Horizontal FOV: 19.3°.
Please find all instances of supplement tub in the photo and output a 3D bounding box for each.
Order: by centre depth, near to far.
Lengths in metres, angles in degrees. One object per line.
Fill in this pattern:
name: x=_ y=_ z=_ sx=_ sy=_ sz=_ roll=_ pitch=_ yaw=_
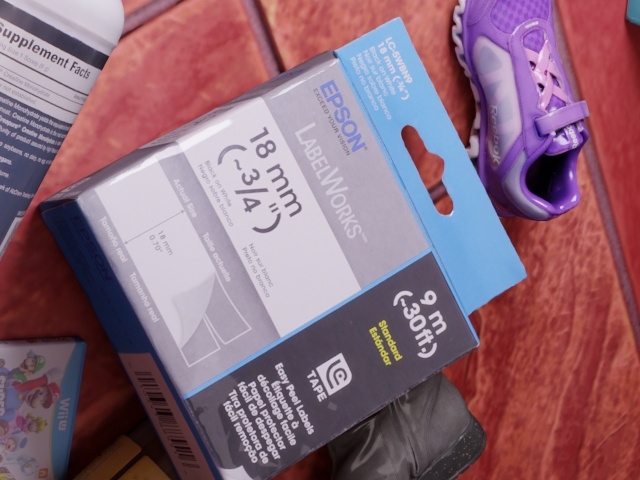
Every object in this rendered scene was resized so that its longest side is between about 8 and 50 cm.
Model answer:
supplement tub: x=-0.240 y=-0.108 z=1.158 sx=0.191 sy=0.191 sz=0.272 roll=27 pitch=92 yaw=-40

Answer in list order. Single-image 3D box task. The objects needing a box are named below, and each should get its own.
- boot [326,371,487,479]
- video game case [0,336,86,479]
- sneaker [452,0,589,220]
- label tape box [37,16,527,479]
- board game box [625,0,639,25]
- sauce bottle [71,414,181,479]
boot: x=0.019 y=0.174 z=1.556 sx=0.246 sy=0.083 sz=0.161 roll=-44 pitch=122 yaw=-20
video game case: x=-0.254 y=0.130 z=1.367 sx=0.166 sy=0.015 sz=0.119 roll=-2 pitch=110 yaw=-36
sneaker: x=0.170 y=-0.116 z=1.512 sx=0.095 sy=0.104 sz=0.236 roll=-18 pitch=118 yaw=-28
label tape box: x=0.000 y=0.000 z=1.379 sx=0.333 sy=0.106 sz=0.241 roll=-30 pitch=99 yaw=-22
board game box: x=0.394 y=-0.350 z=1.589 sx=0.253 sy=0.079 sz=0.336 roll=-10 pitch=115 yaw=-32
sauce bottle: x=-0.124 y=0.197 z=1.427 sx=0.344 sy=0.111 sz=0.111 roll=-41 pitch=128 yaw=-13
